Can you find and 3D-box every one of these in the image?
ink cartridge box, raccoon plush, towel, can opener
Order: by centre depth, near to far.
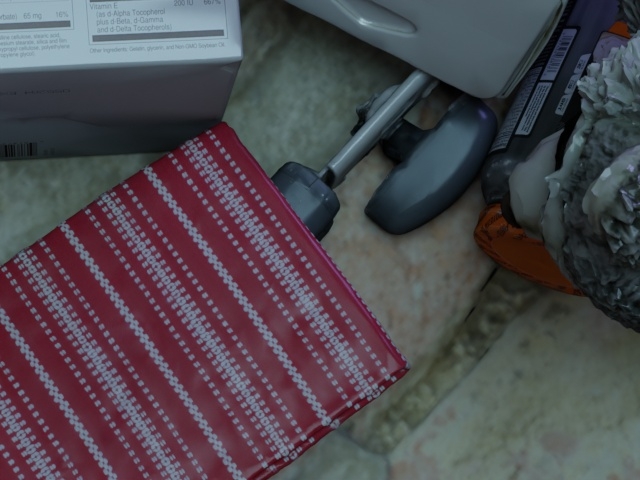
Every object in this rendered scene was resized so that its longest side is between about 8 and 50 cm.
[{"bbox_3d":[0.289,-0.116,0.977,0.216,0.446,0.299,40,36,-22],"label":"raccoon plush"},{"bbox_3d":[-0.113,0.080,1.130,0.275,0.031,0.199,-35,77,-9],"label":"towel"},{"bbox_3d":[0.000,0.000,1.209,0.095,0.076,0.283,40,76,5],"label":"can opener"},{"bbox_3d":[0.089,-0.258,1.220,0.207,0.117,0.283,26,58,-3],"label":"ink cartridge box"}]

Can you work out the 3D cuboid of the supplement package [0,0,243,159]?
[{"bbox_3d":[-0.189,-0.139,1.145,0.261,0.204,0.145,-3,79,-9],"label":"supplement package"}]

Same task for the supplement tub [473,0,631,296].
[{"bbox_3d":[0.176,-0.068,1.229,0.117,0.117,0.190,26,76,-2],"label":"supplement tub"}]
